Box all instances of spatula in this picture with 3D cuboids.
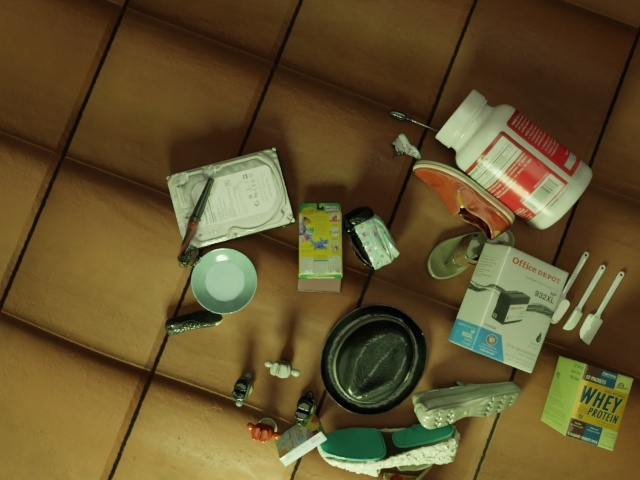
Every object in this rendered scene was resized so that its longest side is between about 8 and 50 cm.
[{"bbox_3d":[0.785,0.164,1.924,0.168,0.019,0.242,31,87,3],"label":"spatula"}]

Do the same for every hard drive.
[{"bbox_3d":[-0.265,-0.121,1.930,0.339,0.064,0.236,-14,86,1],"label":"hard drive"}]

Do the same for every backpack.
[{"bbox_3d":[0.146,-0.005,1.881,0.115,0.152,0.182,-28,99,8],"label":"backpack"}]

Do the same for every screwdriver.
[{"bbox_3d":[0.289,-0.361,1.963,0.170,0.024,0.025,18,58,-5],"label":"screwdriver"}]

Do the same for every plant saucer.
[{"bbox_3d":[-0.284,0.120,1.927,0.195,0.037,0.194,0,87,0],"label":"plant saucer"}]

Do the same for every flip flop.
[{"bbox_3d":[0.444,0.032,1.904,0.277,0.080,0.112,-18,87,-1],"label":"flip flop"}]

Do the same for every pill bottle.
[{"bbox_3d":[0.539,-0.236,1.846,0.408,0.229,0.229,39,88,3],"label":"pill bottle"}]

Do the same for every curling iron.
[{"bbox_3d":[-0.353,-0.049,1.877,0.068,0.035,0.273,15,88,-1],"label":"curling iron"}]

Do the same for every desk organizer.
[{"bbox_3d":[-0.003,0.129,1.920,0.130,0.047,0.050,3,84,1],"label":"desk organizer"}]

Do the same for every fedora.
[{"bbox_3d":[0.155,0.347,1.852,0.334,0.152,0.333,0,86,1],"label":"fedora"}]

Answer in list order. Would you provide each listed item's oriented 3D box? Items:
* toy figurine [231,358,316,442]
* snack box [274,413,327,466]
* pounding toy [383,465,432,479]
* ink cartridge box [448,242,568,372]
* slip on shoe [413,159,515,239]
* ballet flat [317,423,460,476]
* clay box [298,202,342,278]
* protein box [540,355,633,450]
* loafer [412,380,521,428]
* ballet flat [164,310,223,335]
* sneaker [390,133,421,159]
[{"bbox_3d":[-0.134,0.453,1.859,0.213,0.148,0.209,-31,81,1],"label":"toy figurine"},{"bbox_3d":[-0.058,0.571,1.865,0.141,0.100,0.037,-33,111,-1],"label":"snack box"},{"bbox_3d":[0.252,0.710,1.851,0.141,0.130,0.100,5,99,1],"label":"pounding toy"},{"bbox_3d":[0.534,0.188,1.840,0.223,0.129,0.307,23,87,-18],"label":"ink cartridge box"},{"bbox_3d":[0.403,-0.122,1.882,0.331,0.123,0.101,37,80,7],"label":"slip on shoe"},{"bbox_3d":[0.199,0.613,1.853,0.409,0.147,0.146,-6,87,1],"label":"ballet flat"},{"bbox_3d":[0.000,0.000,1.908,0.128,0.053,0.222,0,71,0],"label":"clay box"},{"bbox_3d":[0.741,0.448,1.817,0.136,0.200,0.201,18,86,1],"label":"protein box"},{"bbox_3d":[0.421,0.449,1.865,0.320,0.112,0.111,-7,42,-15],"label":"loafer"},{"bbox_3d":[-0.375,0.245,1.924,0.173,0.049,0.057,-8,44,-1],"label":"ballet flat"},{"bbox_3d":[0.250,-0.265,1.948,0.069,0.038,0.098,-40,78,0],"label":"sneaker"}]
